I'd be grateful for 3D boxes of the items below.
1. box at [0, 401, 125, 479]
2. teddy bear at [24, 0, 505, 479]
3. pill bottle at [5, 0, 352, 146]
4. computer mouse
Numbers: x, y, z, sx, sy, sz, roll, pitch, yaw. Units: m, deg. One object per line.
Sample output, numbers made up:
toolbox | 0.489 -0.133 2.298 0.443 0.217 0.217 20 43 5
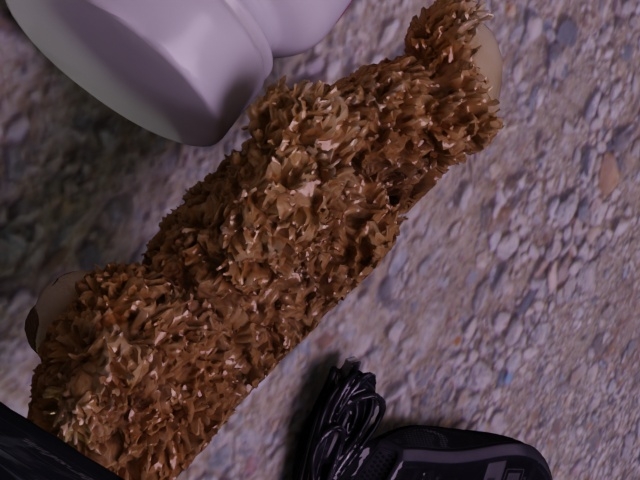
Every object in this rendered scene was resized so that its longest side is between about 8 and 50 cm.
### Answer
box | -0.240 0.182 0.485 0.472 0.480 0.297 23 90 -53
teddy bear | -0.032 -0.005 0.835 0.338 0.113 0.245 -45 180 -5
pill bottle | -0.028 -0.198 0.832 0.283 0.160 0.160 -55 141 -16
computer mouse | 0.067 0.188 1.215 0.272 0.072 0.188 13 98 -40
